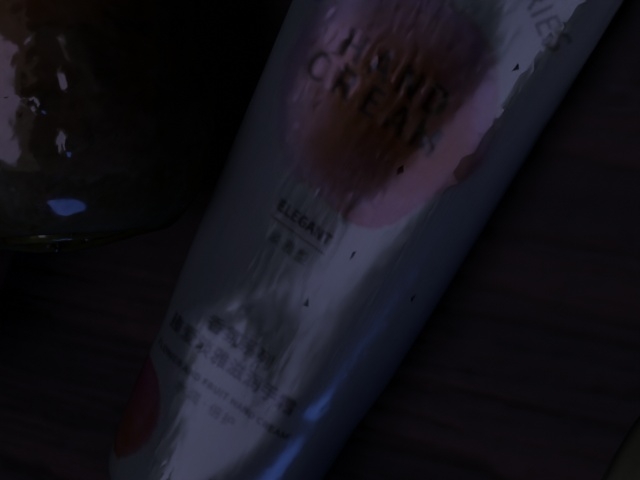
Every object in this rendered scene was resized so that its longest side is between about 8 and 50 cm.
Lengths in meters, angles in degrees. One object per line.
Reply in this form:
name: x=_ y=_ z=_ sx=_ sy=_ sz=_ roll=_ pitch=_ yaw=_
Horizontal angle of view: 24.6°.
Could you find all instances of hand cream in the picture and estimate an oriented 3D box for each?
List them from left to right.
hand cream: x=0.000 y=0.000 z=0.552 sx=0.124 sy=0.078 sz=0.340 roll=36 pitch=115 yaw=25

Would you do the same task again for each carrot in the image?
carrot: x=-0.116 y=-0.144 z=0.559 sx=0.139 sy=0.139 sz=0.301 roll=-11 pitch=94 yaw=37

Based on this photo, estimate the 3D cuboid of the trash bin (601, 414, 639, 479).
trash bin: x=0.196 y=0.171 z=0.396 sx=0.247 sy=0.121 sz=0.243 roll=18 pitch=129 yaw=36

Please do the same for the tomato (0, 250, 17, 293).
tomato: x=-0.239 y=-0.019 z=0.642 sx=0.208 sy=0.184 sz=0.208 roll=8 pitch=104 yaw=33
